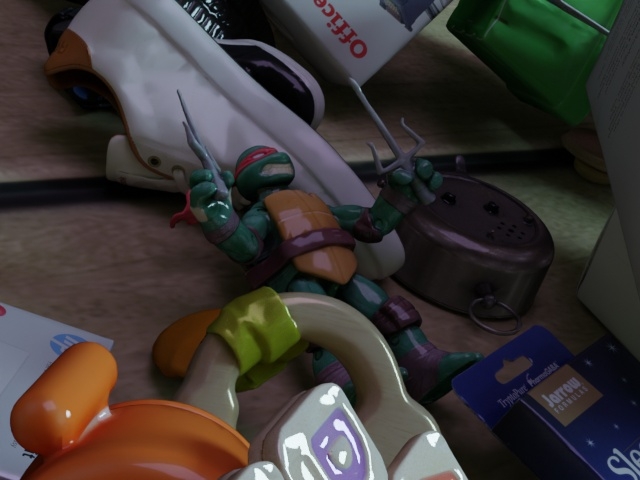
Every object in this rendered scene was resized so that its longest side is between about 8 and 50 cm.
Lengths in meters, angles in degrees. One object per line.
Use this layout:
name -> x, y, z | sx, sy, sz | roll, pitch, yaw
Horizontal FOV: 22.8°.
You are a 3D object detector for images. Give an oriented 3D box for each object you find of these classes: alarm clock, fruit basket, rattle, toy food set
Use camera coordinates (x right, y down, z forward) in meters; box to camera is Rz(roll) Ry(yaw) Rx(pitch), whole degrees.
alarm clock -> 0.110, 0.009, 1.152 | 0.129, 0.064, 0.192 | 13, 32, -18
fruit basket -> 0.301, -0.162, 1.421 | 0.353, 0.165, 0.327 | 22, 8, -8
rattle -> 0.000, 0.119, 0.902 | 0.199, 0.143, 0.130 | 31, 57, -15
toy food set -> 0.258, -0.076, 1.455 | 0.082, 0.020, 0.083 | 4, 31, -31

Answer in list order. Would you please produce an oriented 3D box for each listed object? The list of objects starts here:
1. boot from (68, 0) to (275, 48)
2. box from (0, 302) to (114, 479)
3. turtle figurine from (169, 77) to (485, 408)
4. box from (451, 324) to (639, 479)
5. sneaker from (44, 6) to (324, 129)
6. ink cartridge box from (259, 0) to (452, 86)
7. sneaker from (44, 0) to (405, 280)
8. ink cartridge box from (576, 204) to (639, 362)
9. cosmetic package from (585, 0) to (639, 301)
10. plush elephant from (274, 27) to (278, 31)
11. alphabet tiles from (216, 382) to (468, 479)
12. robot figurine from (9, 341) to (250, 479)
boot -> -0.144, -0.202, 1.342 | 0.137, 0.077, 0.198 | -4, -37, 47
box -> -0.213, 0.072, 0.821 | 0.186, 0.038, 0.145 | 21, 27, -5
turtle figurine -> 0.000, 0.000, 1.008 | 0.175, 0.118, 0.234 | -18, 66, -28
box -> 0.192, 0.136, 0.954 | 0.225, 0.036, 0.136 | 44, 33, 15
sneaker -> -0.115, -0.116, 1.204 | 0.217, 0.079, 0.121 | 24, 29, 22
ink cartridge box -> 0.049, -0.269, 1.352 | 0.172, 0.237, 0.100 | 47, -4, -15
sneaker -> -0.074, -0.053, 1.120 | 0.290, 0.123, 0.106 | 42, -11, 8
ink cartridge box -> 0.365, 0.052, 1.192 | 0.283, 0.117, 0.207 | 1, 34, -34
cosmetic package -> 0.309, -0.065, 1.070 | 0.197, 0.155, 0.365 | 18, 27, -8
plush elephant -> -0.006, -0.375, 1.518 | 0.255, 0.272, 0.330 | 61, 40, -19
alphabet tiles -> 0.045, 0.200, 0.615 | 0.284, 0.021, 0.278 | 59, 28, -6
robot figurine -> -0.075, 0.134, 0.670 | 0.158, 0.128, 0.219 | 32, 1, -4
